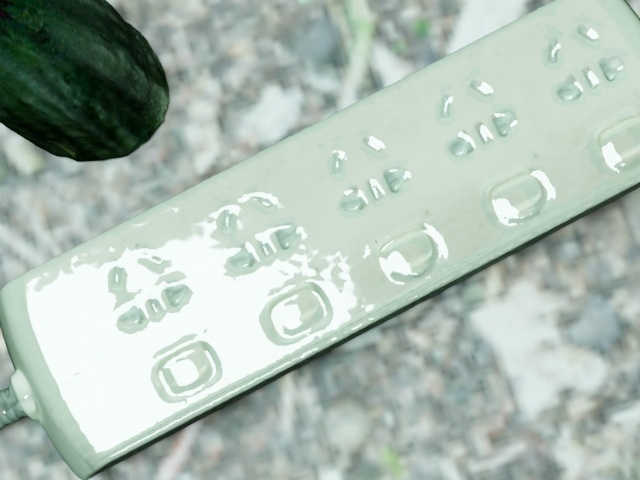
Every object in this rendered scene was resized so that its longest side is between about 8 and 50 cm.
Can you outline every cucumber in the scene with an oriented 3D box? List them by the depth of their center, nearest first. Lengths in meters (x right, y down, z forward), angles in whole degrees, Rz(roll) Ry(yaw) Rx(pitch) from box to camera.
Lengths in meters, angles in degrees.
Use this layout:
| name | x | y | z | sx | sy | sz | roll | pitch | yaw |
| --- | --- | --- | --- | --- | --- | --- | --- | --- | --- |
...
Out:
| name | x | y | z | sx | sy | sz | roll | pitch | yaw |
| --- | --- | --- | --- | --- | --- | --- | --- | --- | --- |
| cucumber | -0.080 | -0.055 | 0.428 | 0.048 | 0.105 | 0.048 | -2 | 80 | 12 |

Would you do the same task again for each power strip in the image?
| name | x | y | z | sx | sy | sz | roll | pitch | yaw |
| --- | --- | --- | --- | --- | --- | --- | --- | --- | --- |
| power strip | 0.000 | 0.000 | 0.452 | 0.252 | 0.027 | 0.060 | -28 | 81 | -3 |
